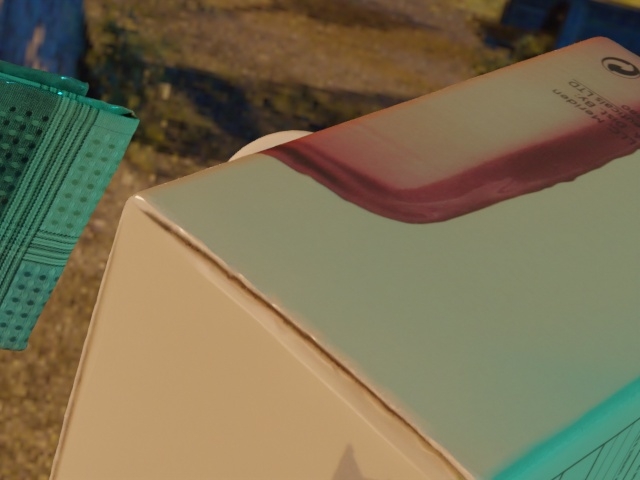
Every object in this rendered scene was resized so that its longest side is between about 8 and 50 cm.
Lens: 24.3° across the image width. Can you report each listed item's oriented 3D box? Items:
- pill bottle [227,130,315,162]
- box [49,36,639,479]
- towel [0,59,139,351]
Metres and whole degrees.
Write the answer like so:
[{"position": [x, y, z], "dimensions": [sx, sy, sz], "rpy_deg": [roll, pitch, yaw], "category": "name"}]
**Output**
[{"position": [0.000, 0.000, 1.095], "dimensions": [0.121, 0.121, 0.221], "rpy_deg": [18, -5, 14], "category": "pill bottle"}, {"position": [0.048, 0.045, 0.468], "dimensions": [0.127, 0.148, 0.232], "rpy_deg": [40, 39, 26], "category": "box"}, {"position": [-0.374, -0.046, 1.470], "dimensions": [0.312, 0.324, 0.056], "rpy_deg": [16, 28, -32], "category": "towel"}]
